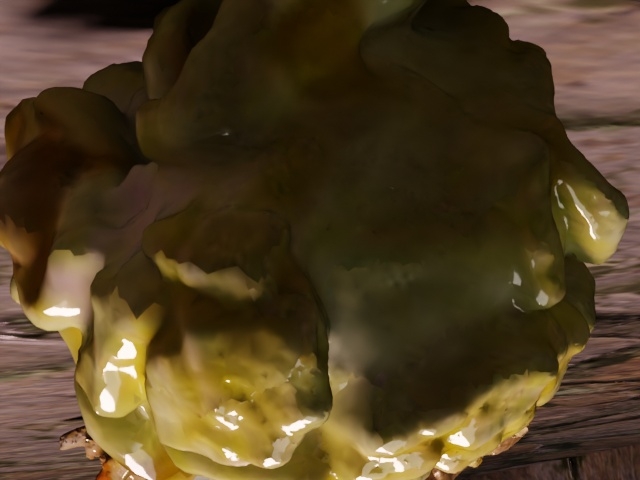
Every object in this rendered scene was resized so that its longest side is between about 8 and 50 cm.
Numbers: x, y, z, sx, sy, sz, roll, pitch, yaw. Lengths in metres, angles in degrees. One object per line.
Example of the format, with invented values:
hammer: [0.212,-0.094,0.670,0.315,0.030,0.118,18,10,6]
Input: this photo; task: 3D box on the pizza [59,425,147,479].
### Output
pizza: [-0.018,0.137,1.257,0.288,0.074,0.251,-5,166,-29]

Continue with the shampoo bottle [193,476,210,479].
shampoo bottle: [-0.045,0.074,0.871,0.085,0.085,0.262,-5,168,-17]

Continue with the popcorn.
popcorn: [0.000,0.000,0.415,0.135,0.141,0.162,7,122,-46]

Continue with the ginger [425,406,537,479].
ginger: [0.110,0.168,1.368,0.193,0.052,0.176,-39,175,39]
